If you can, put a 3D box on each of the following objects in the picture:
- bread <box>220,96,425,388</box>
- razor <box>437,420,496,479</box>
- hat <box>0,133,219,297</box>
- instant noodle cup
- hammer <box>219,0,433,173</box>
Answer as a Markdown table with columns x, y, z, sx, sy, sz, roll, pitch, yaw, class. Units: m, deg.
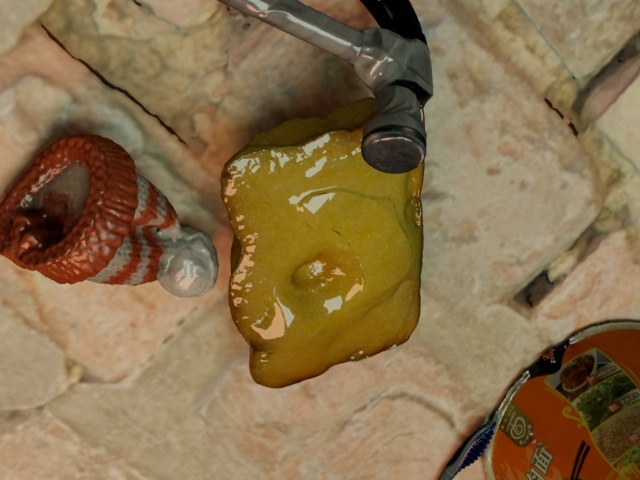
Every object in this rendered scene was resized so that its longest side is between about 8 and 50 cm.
| x | y | z | sx | sy | sz | roll | pitch | yaw | class |
| --- | --- | --- | --- | --- | --- | --- | --- | --- | --- |
| 0.000 | 0.000 | 1.067 | 0.161 | 0.088 | 0.233 | -12 | 124 | -14 | bread |
| 0.116 | 0.226 | 1.277 | 0.028 | 0.044 | 0.154 | 26 | 104 | 13 | razor |
| -0.138 | -0.003 | 1.010 | 0.112 | 0.093 | 0.162 | -45 | 145 | 15 | hat |
| 0.285 | 0.214 | 1.258 | 0.230 | 0.182 | 0.230 | -11 | 121 | -19 | instant noodle cup |
| -0.103 | -0.177 | 0.903 | 0.427 | 0.152 | 0.044 | 20 | 144 | -27 | hammer |
